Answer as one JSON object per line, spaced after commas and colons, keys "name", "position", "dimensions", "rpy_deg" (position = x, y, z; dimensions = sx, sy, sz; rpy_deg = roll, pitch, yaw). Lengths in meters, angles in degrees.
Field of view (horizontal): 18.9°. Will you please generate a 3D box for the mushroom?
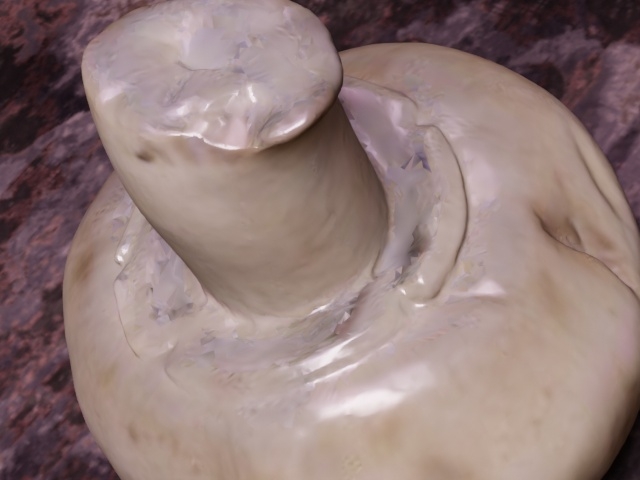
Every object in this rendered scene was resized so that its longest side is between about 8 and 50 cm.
{"name": "mushroom", "position": [0.000, 0.000, 0.931], "dimensions": [0.314, 0.336, 0.314], "rpy_deg": [-8, 55, 12]}
